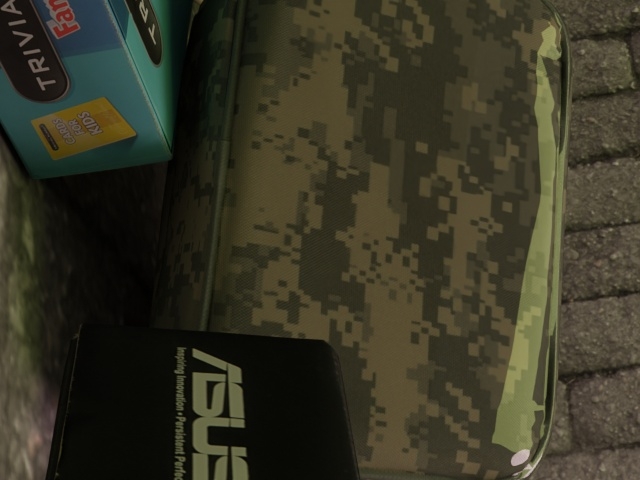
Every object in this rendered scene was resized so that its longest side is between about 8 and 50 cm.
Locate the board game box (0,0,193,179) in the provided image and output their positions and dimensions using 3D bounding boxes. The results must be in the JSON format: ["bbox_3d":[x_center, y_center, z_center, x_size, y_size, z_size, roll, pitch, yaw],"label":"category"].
[{"bbox_3d":[-0.133,-0.240,0.606,0.254,0.079,0.336,72,14,-46],"label":"board game box"}]

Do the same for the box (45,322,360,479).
[{"bbox_3d":[-0.038,0.255,0.276,0.395,0.097,0.318,-102,-161,-62],"label":"box"}]

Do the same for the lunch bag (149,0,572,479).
[{"bbox_3d":[0.000,0.000,0.707,0.256,0.212,0.305,151,-54,-65],"label":"lunch bag"}]

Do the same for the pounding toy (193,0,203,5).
[{"bbox_3d":[-0.056,-0.275,0.935,0.236,0.110,0.183,-2,117,-45],"label":"pounding toy"}]
